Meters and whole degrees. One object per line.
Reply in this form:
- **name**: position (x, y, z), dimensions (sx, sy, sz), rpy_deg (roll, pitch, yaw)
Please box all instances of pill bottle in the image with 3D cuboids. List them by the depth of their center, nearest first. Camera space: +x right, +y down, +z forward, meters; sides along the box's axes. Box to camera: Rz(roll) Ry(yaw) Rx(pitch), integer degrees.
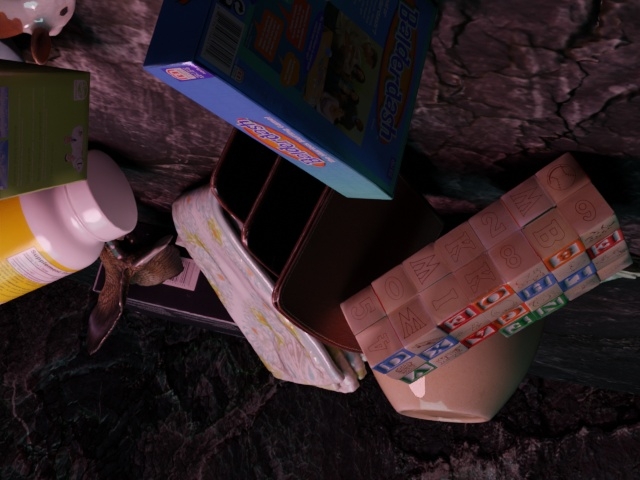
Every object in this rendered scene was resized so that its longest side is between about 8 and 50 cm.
- **pill bottle**: position (-0.473, -0.017, 1.265), dimensions (0.333, 0.188, 0.188), rpy_deg (-23, 157, 12)

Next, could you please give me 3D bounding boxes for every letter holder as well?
- **letter holder**: position (0.000, 0.000, 0.940), dimensions (0.152, 0.215, 0.302), rpy_deg (22, 173, 30)

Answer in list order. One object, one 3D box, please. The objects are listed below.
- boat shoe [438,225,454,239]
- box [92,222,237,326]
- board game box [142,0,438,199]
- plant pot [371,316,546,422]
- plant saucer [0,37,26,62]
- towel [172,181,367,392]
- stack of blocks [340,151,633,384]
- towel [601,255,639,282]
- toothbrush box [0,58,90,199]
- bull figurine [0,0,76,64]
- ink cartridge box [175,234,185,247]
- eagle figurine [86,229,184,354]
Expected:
- **boat shoe**: position (0.198, 0.022, 1.234), dimensions (0.060, 0.064, 0.178), rpy_deg (0, 164, 41)
- **box**: position (-0.310, 0.101, 1.874), dimensions (0.343, 0.179, 0.312), rpy_deg (13, 167, 5)
- **board game box**: position (-0.005, -0.138, 0.523), dimensions (0.047, 0.160, 0.210), rpy_deg (4, 164, 39)
- **plant pot**: position (0.182, 0.157, 1.136), dimensions (0.283, 0.191, 0.284), rpy_deg (6, 161, 2)
- **plant saucer**: position (-0.403, -0.228, 0.841), dimensions (0.194, 0.038, 0.195), rpy_deg (13, 167, 3)
- **towel**: position (-0.099, 0.074, 1.276), dimensions (0.375, 0.090, 0.320), rpy_deg (58, 157, -11)
- **stack of blocks**: position (0.191, 0.047, 0.895), dimensions (0.297, 0.087, 0.171), rpy_deg (-34, 150, 12)
- **towel**: position (0.306, 0.072, 1.226), dimensions (0.247, 0.038, 0.325), rpy_deg (3, 165, -16)
- **toothbrush box**: position (-0.376, -0.107, 0.721), dimensions (0.206, 0.122, 0.283), rpy_deg (10, -164, 15)
- **bull figurine**: position (-0.354, -0.231, 0.633), dimensions (0.310, 0.101, 0.188), rpy_deg (9, 163, 13)
- **ink cartridge box**: position (-0.205, -0.007, 1.518), dimensions (0.115, 0.067, 0.198), rpy_deg (20, 171, -21)
- **eagle figurine**: position (-0.384, 0.060, 1.540), dimensions (0.226, 0.225, 0.298), rpy_deg (-12, 129, -7)
